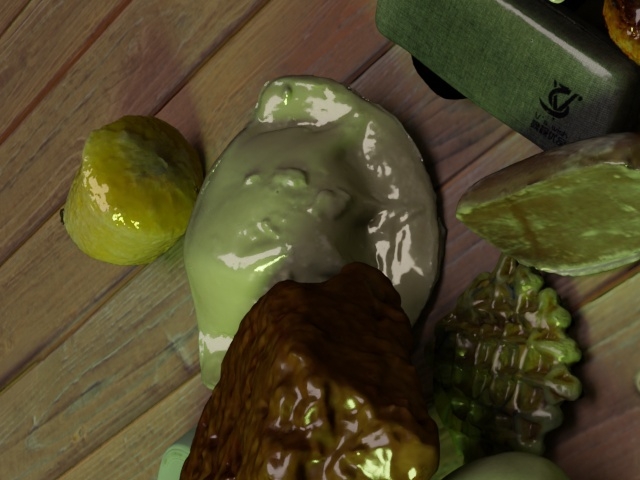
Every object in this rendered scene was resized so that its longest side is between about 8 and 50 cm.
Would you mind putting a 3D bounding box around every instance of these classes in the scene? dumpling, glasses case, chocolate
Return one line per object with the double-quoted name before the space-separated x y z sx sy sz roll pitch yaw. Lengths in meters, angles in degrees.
"dumpling" 0.000 0.000 1.779 0.316 0.233 0.395 6 78 21
"glasses case" 0.192 -0.203 1.560 0.323 0.074 0.131 40 130 29
"chocolate" 0.267 -0.048 1.449 0.254 0.157 0.080 -18 47 49

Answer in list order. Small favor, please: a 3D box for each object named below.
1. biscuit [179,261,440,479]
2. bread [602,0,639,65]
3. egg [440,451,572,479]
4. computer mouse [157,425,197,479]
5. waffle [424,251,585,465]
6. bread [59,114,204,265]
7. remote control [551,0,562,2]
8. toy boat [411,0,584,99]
"biscuit" -0.035 0.246 1.557 0.342 0.166 0.395 -98 29 -62
"bread" 0.373 -0.202 1.402 0.269 0.095 0.139 32 93 37
"egg" 0.164 0.315 1.427 0.186 0.186 0.253 50 125 48
"computer mouse" -0.142 0.375 1.894 0.159 0.097 0.288 13 101 52
"waffle" 0.187 0.132 1.567 0.204 0.054 0.223 -48 44 33
"bread" -0.265 -0.067 2.128 0.170 0.197 0.197 -46 46 44
"remote control" 0.296 -0.380 1.482 0.313 0.109 0.055 -48 -4 1
"toy boat" 0.218 -0.267 1.633 0.134 0.092 0.299 56 137 8
